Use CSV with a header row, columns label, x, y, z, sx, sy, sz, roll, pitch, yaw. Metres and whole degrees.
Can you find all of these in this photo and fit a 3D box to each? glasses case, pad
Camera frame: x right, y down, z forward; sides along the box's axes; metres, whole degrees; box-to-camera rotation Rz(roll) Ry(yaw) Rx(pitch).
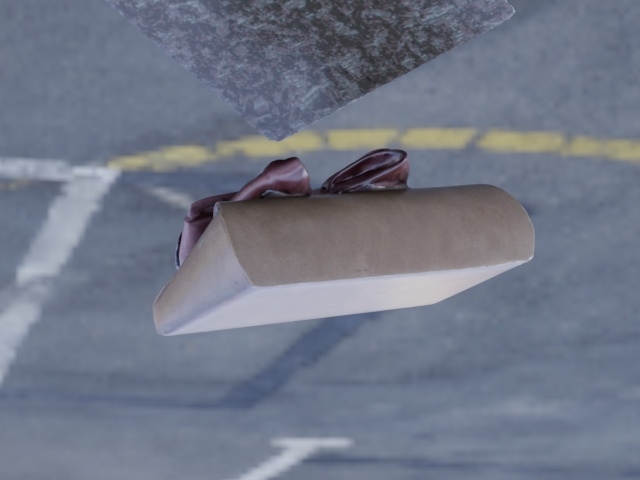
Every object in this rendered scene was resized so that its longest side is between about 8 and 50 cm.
label,x,y,z,sx,sy,sz,roll,pitch,yaw
glasses case,0.000,0.000,0.947,0.193,0.070,0.102,-5,164,-41
pad,-0.041,-0.141,0.889,0.158,0.003,0.235,-26,131,33
